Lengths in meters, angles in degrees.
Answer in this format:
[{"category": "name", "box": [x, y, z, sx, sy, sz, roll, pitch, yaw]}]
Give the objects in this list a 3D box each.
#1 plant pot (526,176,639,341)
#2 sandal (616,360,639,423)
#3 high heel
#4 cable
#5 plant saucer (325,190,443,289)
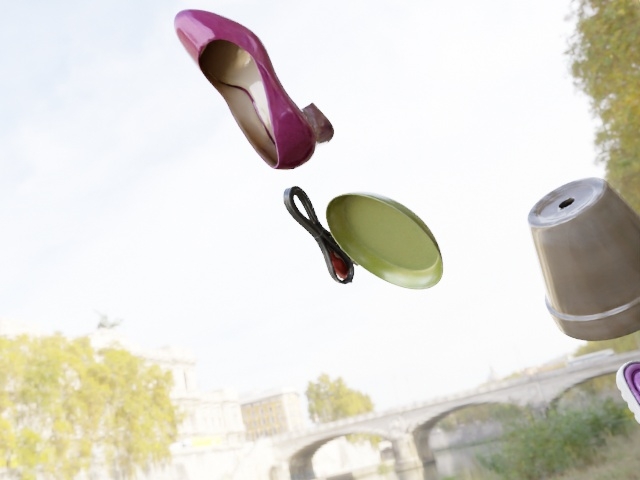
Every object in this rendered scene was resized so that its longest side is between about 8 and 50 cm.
[{"category": "plant pot", "box": [0.622, 0.019, 1.629, 0.323, 0.280, 0.323, -32, 16, 10]}, {"category": "sandal", "box": [0.843, 0.436, 1.638, 0.169, 0.416, 0.102, -20, -40, -21]}, {"category": "high heel", "box": [-0.149, -0.273, 1.249, 0.181, 0.377, 0.127, -40, -14, -54]}, {"category": "cable", "box": [0.000, 0.000, 1.622, 0.287, 0.139, 0.072, 37, -31, -29]}, {"category": "plant saucer", "box": [0.119, -0.006, 1.271, 0.037, 0.241, 0.241, -52, -1, -26]}]
